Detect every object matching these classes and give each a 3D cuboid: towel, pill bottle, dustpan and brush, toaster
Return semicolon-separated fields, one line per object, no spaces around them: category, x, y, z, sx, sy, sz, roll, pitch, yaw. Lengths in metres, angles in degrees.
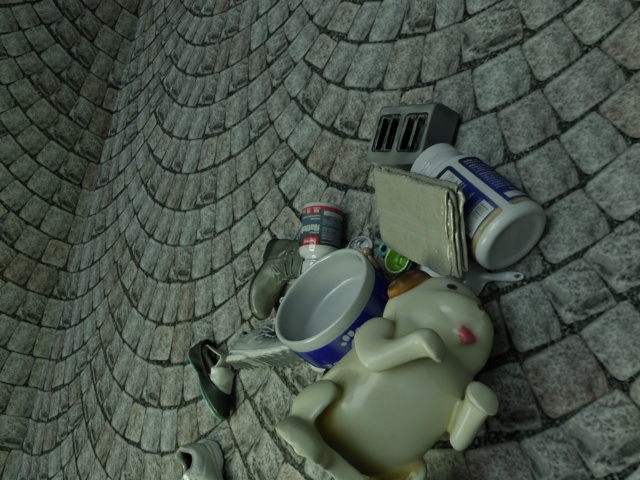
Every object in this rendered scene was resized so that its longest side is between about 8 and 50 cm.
towel;0.195;-0.046;1.061;0.282;0.049;0.187;34;137;60
pill bottle;0.000;0.000;1.361;0.108;0.108;0.180;-11;67;43
dustpan and brush;0.302;0.074;1.075;0.211;0.060;0.147;-10;69;50
pill bottle;0.299;-0.077;1.054;0.153;0.153;0.264;-52;45;18
toaster;0.211;-0.227;1.231;0.168;0.110;0.185;12;84;48

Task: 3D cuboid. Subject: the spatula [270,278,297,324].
spatula;-0.040;0.167;1.388;0.242;0.019;0.168;0;67;45

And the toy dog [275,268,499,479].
toy dog;0.157;0.251;0.948;0.285;0.395;0.408;39;77;4

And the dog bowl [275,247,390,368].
dog bowl;0.028;0.150;1.191;0.265;0.104;0.264;-34;27;21

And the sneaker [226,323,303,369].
sneaker;-0.139;0.270;1.404;0.281;0.105;0.115;-12;52;35

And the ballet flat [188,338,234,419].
ballet flat;-0.313;0.389;1.547;0.096;0.095;0.280;-48;46;5

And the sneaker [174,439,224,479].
sneaker;-0.303;0.665;1.403;0.111;0.129;0.297;-56;46;12

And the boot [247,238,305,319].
boot;-0.100;0.097;1.431;0.161;0.083;0.246;-2;65;43

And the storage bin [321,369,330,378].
storage bin;0.050;0.363;1.192;0.091;0.098;0.135;4;78;35

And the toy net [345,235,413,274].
toy net;0.135;0.014;1.264;0.232;0.045;0.122;6;79;46

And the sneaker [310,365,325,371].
sneaker;0.051;0.244;1.235;0.237;0.086;0.085;-33;55;34
